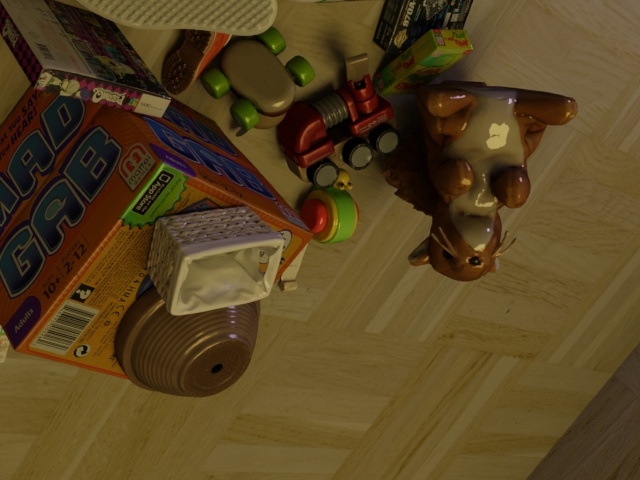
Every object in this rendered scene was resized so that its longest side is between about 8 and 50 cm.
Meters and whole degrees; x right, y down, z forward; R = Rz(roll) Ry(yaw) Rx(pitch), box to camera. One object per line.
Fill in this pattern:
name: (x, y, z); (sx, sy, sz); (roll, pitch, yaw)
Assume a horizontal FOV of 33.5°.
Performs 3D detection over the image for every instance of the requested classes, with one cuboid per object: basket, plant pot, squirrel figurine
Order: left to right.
plant pot: (-0.183, 0.161, 1.621); (0.237, 0.110, 0.237); (-23, 139, -21)
basket: (-0.154, 0.024, 1.515); (0.167, 0.103, 0.113); (-10, 132, -35)
squirrel figurine: (0.283, -0.119, 2.085); (0.281, 0.397, 0.370); (0, 104, -14)

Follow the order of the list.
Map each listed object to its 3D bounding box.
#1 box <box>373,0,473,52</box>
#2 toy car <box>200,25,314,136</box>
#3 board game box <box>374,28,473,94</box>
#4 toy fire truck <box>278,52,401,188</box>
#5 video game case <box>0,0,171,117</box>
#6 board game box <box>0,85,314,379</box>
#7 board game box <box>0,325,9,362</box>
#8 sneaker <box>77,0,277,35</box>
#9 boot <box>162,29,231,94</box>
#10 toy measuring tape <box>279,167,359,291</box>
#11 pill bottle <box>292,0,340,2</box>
box: (0.208, -0.456, 1.972); (0.175, 0.051, 0.220); (-9, 132, -34)
toy car: (-0.111, -0.254, 1.869); (0.155, 0.149, 0.188); (-40, 168, -16)
board game box: (0.193, -0.335, 2.010); (0.092, 0.043, 0.181); (-8, 164, -37)
toy fire truck: (0.030, -0.242, 1.970); (0.217, 0.158, 0.246); (-29, 129, -14)
video game case: (-0.352, -0.273, 1.536); (0.210, 0.232, 0.042); (7, 124, -44)
board game box: (-0.310, -0.029, 1.705); (0.356, 0.356, 0.356); (-50, 141, 11)
board game box: (-0.562, 0.122, 1.845); (0.026, 0.103, 0.154); (-3, 129, -38)
sneaker: (-0.231, -0.390, 1.627); (0.321, 0.127, 0.126); (10, 120, -17)
boot: (-0.201, -0.307, 1.772); (0.158, 0.059, 0.085); (-49, 170, 33)
toy measuring tape: (0.000, 0.000, 2.190); (0.121, 0.121, 0.330); (-5, 130, -37)
pill bottle: (0.075, -0.480, 1.670); (0.361, 0.204, 0.204); (-18, 139, -50)
